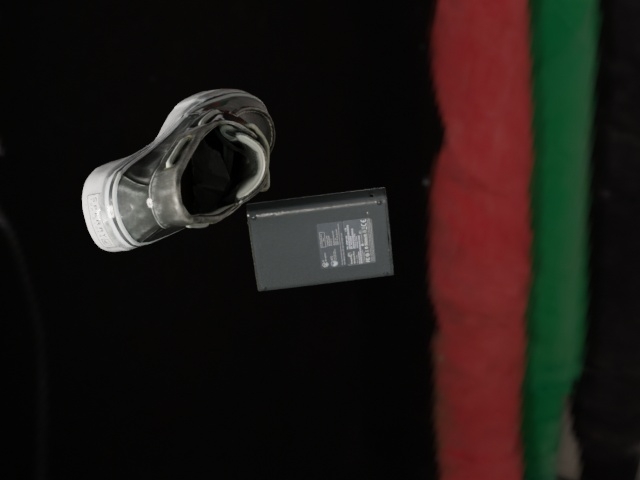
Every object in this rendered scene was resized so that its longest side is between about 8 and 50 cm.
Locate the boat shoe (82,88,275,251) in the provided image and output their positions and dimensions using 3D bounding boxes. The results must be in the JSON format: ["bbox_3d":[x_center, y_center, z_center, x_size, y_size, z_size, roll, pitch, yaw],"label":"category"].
[{"bbox_3d":[-0.104,-0.067,1.706,0.335,0.119,0.121,-47,-53,-59],"label":"boat shoe"}]

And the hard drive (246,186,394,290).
[{"bbox_3d":[0.000,0.000,1.680,0.022,0.135,0.094,-98,1,-56],"label":"hard drive"}]
